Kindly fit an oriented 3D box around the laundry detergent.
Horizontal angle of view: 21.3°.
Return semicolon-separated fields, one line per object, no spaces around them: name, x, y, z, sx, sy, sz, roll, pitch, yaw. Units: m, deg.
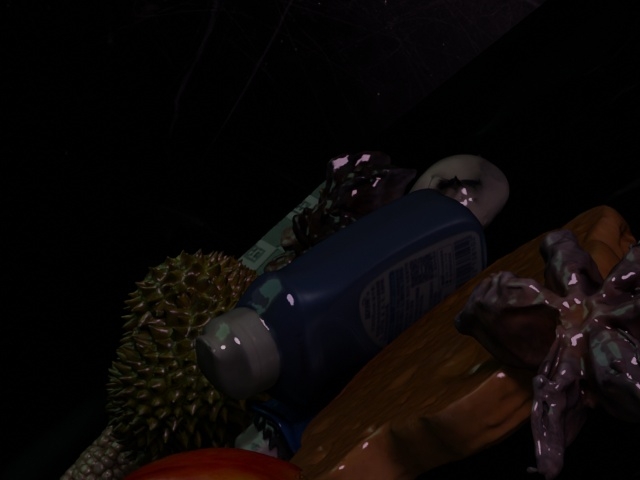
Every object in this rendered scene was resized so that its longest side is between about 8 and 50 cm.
laundry detergent;0.012;0.060;1.442;0.289;0.094;0.143;-22;-46;-35

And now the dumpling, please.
dumpling;0.135;-0.028;1.861;0.150;0.092;0.176;-52;7;20

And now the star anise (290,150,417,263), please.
star anise;0.014;0.007;1.873;0.223;0.109;0.236;113;179;-50

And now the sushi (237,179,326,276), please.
sushi;0.000;0.000;2.068;0.215;0.050;0.192;-42;46;-13

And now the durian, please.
durian;-0.118;0.134;1.683;0.200;0.176;0.237;2;-42;-28

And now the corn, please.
corn;-0.231;0.252;1.994;0.211;0.087;0.087;-44;8;-16

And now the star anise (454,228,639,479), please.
star anise;0.175;0.047;1.045;0.171;0.063;0.208;-26;30;2

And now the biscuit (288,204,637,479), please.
biscuit;0.105;0.102;1.279;0.312;0.057;0.351;-38;6;18

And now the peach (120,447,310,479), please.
peach;-0.074;0.217;0.971;0.197;0.197;0.197;-39;7;6

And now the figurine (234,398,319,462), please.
figurine;-0.055;0.200;1.462;0.149;0.087;0.086;-53;25;0
